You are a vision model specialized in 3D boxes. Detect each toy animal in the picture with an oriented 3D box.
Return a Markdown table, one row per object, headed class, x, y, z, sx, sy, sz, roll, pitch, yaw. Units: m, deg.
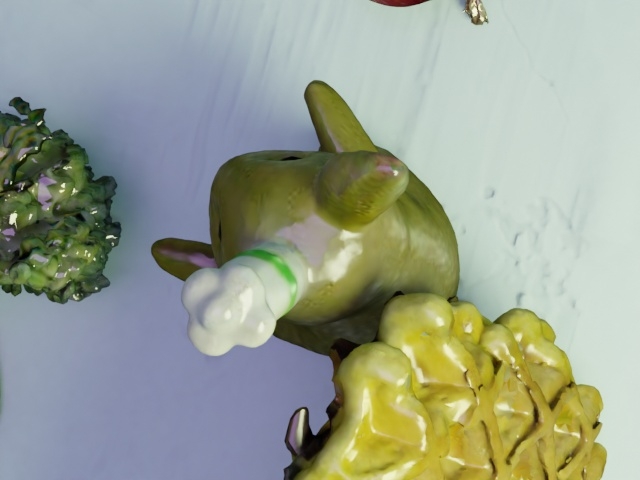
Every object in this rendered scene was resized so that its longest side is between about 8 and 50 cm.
| class | x | y | z | sx | sy | sz | roll | pitch | yaw |
| --- | --- | --- | --- | --- | --- | --- | --- | --- | --- |
| toy animal | -0.011 | -0.010 | 0.958 | 0.180 | 0.363 | 0.181 | 39 | 93 | 21 |

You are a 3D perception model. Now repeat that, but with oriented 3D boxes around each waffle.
| class | x | y | z | sx | sy | sz | roll | pitch | yaw |
| --- | --- | --- | --- | --- | --- | --- | --- | --- | --- |
| waffle | 0.086 | 0.227 | 0.937 | 0.095 | 0.380 | 0.382 | 11 | 85 | 35 |

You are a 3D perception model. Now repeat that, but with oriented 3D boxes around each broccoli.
| class | x | y | z | sx | sy | sz | roll | pitch | yaw |
| --- | --- | --- | --- | --- | --- | --- | --- | --- | --- |
| broccoli | -0.266 | 0.027 | 1.047 | 0.199 | 0.177 | 0.275 | 16 | 52 | 29 |

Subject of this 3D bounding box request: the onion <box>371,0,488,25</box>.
| class | x | y | z | sx | sy | sz | roll | pitch | yaw |
| --- | --- | --- | --- | --- | --- | --- | --- | --- | --- |
| onion | 0.100 | -0.222 | 1.052 | 0.150 | 0.150 | 0.140 | -41 | 115 | 8 |
